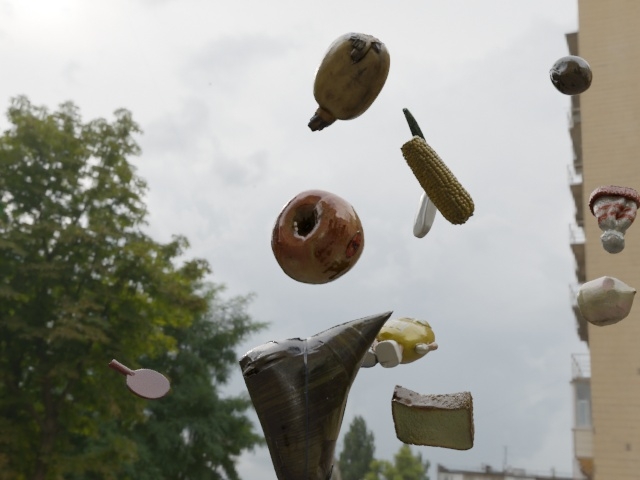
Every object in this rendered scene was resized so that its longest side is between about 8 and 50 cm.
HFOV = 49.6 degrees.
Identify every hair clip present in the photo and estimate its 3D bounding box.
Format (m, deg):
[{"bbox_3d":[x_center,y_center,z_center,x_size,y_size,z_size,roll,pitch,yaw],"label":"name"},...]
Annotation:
[{"bbox_3d":[0.277,-0.268,1.959,0.036,0.229,0.066,-16,0,-23],"label":"hair clip"}]

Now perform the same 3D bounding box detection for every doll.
[{"bbox_3d":[0.249,0.372,2.490,0.348,0.161,0.423,3,8,2],"label":"doll"}]

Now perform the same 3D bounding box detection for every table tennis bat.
[{"bbox_3d":[-0.419,0.318,1.595,0.154,0.098,0.019,26,-65,10],"label":"table tennis bat"}]

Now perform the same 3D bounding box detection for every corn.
[{"bbox_3d":[0.303,-0.155,1.798,0.260,0.091,0.091,52,-51,-1],"label":"corn"}]

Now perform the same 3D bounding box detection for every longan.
[{"bbox_3d":[0.629,-0.418,1.756,0.119,0.106,0.106,-4,-19,-25],"label":"longan"}]

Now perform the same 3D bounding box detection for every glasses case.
[{"bbox_3d":[0.328,-0.094,2.144,0.049,0.193,0.074,26,-30,-15],"label":"glasses case"}]

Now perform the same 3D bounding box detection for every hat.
[{"bbox_3d":[0.664,-0.043,1.561,0.112,0.162,0.094,7,-45,13],"label":"hat"}]

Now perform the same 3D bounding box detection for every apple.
[{"bbox_3d":[0.000,0.000,2.441,0.338,0.339,0.305,-6,-28,27],"label":"apple"}]

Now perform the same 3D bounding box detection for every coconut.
[{"bbox_3d":[0.653,0.135,1.570,0.124,0.110,0.110,-21,-37,33],"label":"coconut"}]

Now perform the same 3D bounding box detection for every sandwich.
[{"bbox_3d":[0.303,0.476,1.852,0.214,0.065,0.186,-1,-55,19],"label":"sandwich"}]

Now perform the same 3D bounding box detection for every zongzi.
[{"bbox_3d":[0.044,0.417,1.802,0.432,0.403,0.208,-18,-10,-4],"label":"zongzi"}]

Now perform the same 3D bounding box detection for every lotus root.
[{"bbox_3d":[0.064,-0.414,1.860,0.182,0.183,0.310,19,-59,-23],"label":"lotus root"}]
